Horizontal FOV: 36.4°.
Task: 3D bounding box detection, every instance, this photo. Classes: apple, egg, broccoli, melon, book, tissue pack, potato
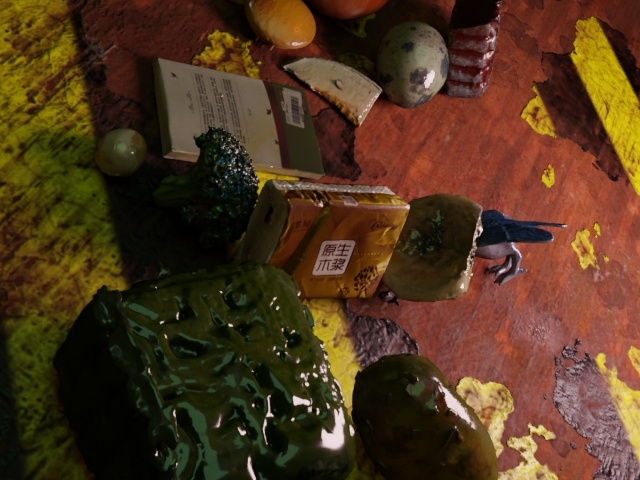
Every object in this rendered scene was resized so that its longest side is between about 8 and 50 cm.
[{"bbox_3d":[0.047,-0.521,1.896,0.201,0.162,0.201,27,37,-23],"label":"apple"},{"bbox_3d":[0.175,-0.334,1.863,0.141,0.141,0.181,19,60,-23],"label":"egg"},{"bbox_3d":[-0.169,-0.078,1.459,0.160,0.167,0.154,1,36,11],"label":"broccoli"},{"bbox_3d":[0.020,-0.294,1.799,0.182,0.054,0.098,37,61,-6],"label":"melon"},{"bbox_3d":[-0.135,-0.202,1.632,0.290,0.026,0.201,8,56,-30],"label":"book"},{"bbox_3d":[-0.294,-0.133,1.447,0.071,0.071,0.083,37,43,-7],"label":"egg"},{"bbox_3d":[0.000,0.000,1.475,0.226,0.183,0.092,0,31,-35],"label":"tissue pack"},{"bbox_3d":[0.151,0.287,1.398,0.298,0.176,0.141,57,49,-20],"label":"potato"}]

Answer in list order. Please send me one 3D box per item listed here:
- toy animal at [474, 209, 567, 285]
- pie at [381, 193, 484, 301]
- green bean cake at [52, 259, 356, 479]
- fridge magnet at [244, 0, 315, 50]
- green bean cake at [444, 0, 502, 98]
[{"bbox_3d":[0.303,-0.011,1.709,0.256,0.239,0.176,-27,108,-2],"label":"toy animal"},{"bbox_3d":[0.175,0.011,1.620,0.185,0.052,0.218,1,58,20],"label":"pie"},{"bbox_3d":[-0.135,0.191,1.227,0.319,0.218,0.335,-12,69,-39],"label":"green bean cake"},{"bbox_3d":[-0.076,-0.408,1.792,0.143,0.063,0.143,16,52,-22],"label":"fridge magnet"},{"bbox_3d":[0.309,-0.415,1.961,0.097,0.198,0.232,8,46,9],"label":"green bean cake"}]
